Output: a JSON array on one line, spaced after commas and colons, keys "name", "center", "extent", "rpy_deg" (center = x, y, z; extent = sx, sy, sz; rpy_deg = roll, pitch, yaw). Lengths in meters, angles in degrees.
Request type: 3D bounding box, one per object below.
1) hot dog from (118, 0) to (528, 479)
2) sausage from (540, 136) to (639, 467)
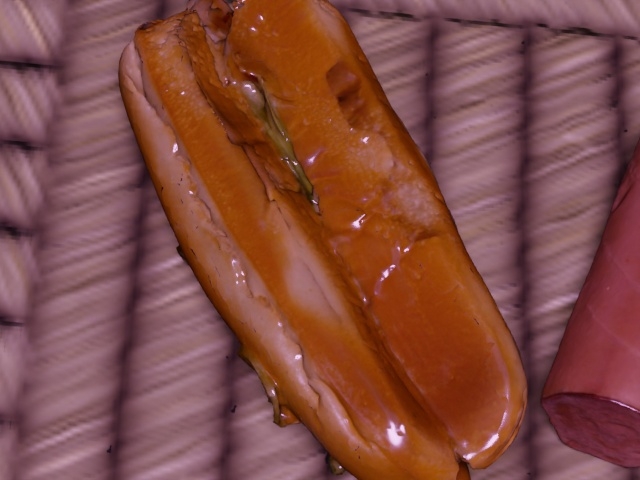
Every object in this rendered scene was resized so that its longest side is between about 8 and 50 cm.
[{"name": "hot dog", "center": [0.000, 0.000, 0.786], "extent": [0.109, 0.072, 0.269], "rpy_deg": [-20, 68, -15]}, {"name": "sausage", "center": [0.147, 0.010, 0.809], "extent": [0.065, 0.065, 0.169], "rpy_deg": [22, 64, 3]}]
